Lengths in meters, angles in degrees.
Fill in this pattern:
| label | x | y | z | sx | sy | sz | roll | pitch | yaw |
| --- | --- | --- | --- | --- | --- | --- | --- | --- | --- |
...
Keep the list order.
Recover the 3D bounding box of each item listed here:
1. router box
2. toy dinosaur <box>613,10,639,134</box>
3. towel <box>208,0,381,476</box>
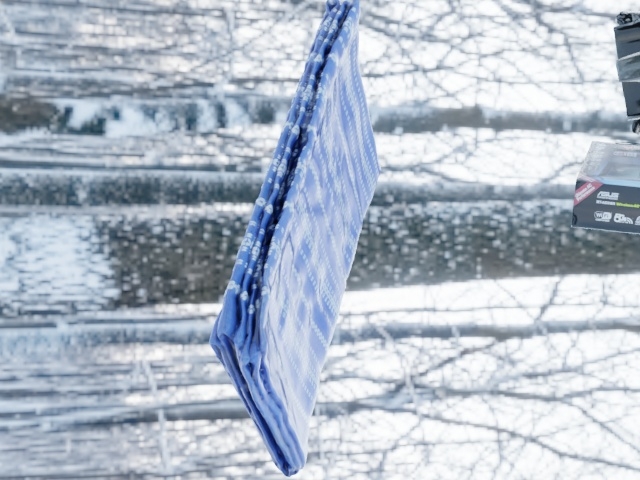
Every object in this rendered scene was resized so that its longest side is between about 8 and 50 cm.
| label | x | y | z | sx | sy | sz | roll | pitch | yaw |
| --- | --- | --- | --- | --- | --- | --- | --- | --- | --- |
| router box | 0.245 | -0.041 | 0.772 | 0.122 | 0.092 | 0.038 | -46 | 140 | -62 |
| toy dinosaur | 0.210 | -0.137 | 0.363 | 0.322 | 0.219 | 0.164 | -6 | 89 | -71 |
| towel | 0.000 | 0.000 | 0.833 | 0.243 | 0.040 | 0.335 | 75 | 27 | -55 |
